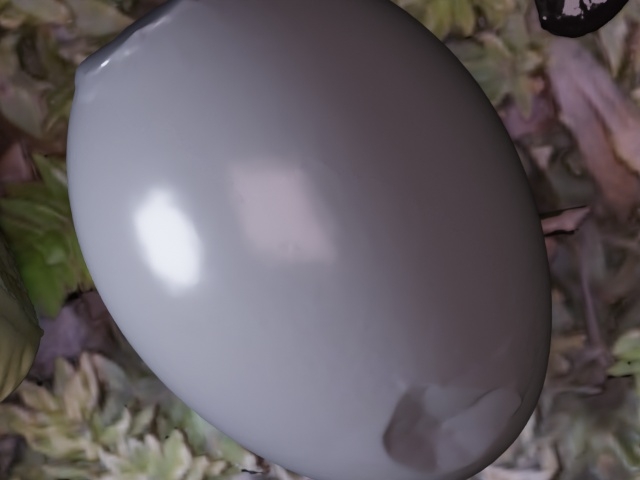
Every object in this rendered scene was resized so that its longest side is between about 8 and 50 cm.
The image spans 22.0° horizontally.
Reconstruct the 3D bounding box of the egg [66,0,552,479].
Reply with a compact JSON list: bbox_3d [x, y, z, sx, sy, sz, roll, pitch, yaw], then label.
[{"bbox_3d":[0.000,0.000,0.669,0.176,0.176,0.232,-30,97,10],"label":"egg"}]

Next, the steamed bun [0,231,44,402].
[{"bbox_3d":[-0.251,0.034,0.716,0.238,0.170,0.153,-28,58,5],"label":"steamed bun"}]

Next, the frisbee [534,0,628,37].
[{"bbox_3d":[0.036,-0.174,0.724,0.187,0.012,0.211,-18,96,9],"label":"frisbee"}]
